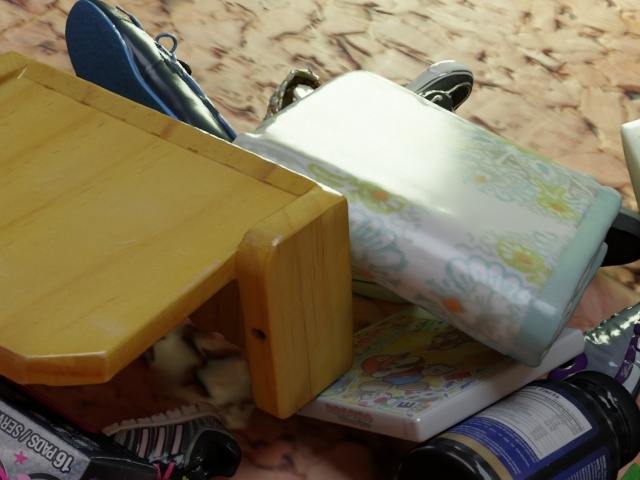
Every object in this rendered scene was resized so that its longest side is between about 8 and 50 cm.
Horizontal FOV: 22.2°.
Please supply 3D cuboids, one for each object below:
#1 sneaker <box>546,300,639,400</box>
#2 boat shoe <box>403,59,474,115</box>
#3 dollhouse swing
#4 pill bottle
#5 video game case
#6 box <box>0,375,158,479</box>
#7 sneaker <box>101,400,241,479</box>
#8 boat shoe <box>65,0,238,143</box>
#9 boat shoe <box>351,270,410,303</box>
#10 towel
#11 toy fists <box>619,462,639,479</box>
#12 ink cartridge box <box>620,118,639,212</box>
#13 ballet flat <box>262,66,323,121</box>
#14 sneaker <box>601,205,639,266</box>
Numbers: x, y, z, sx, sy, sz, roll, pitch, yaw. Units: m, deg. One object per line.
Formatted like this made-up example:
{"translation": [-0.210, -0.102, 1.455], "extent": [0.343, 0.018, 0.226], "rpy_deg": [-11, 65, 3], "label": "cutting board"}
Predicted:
{"translation": [0.282, 0.097, 1.596], "extent": [0.098, 0.083, 0.223], "rpy_deg": [22, 37, 15], "label": "sneaker"}
{"translation": [0.112, -0.131, 1.829], "extent": [0.070, 0.078, 0.219], "rpy_deg": [35, 48, 24], "label": "boat shoe"}
{"translation": [-0.199, 0.050, 1.320], "extent": [0.347, 0.315, 0.305], "rpy_deg": [24, 54, 22], "label": "dollhouse swing"}
{"translation": [0.178, 0.191, 1.395], "extent": [0.219, 0.123, 0.123], "rpy_deg": [-22, 52, -41], "label": "pill bottle"}
{"translation": [0.086, 0.113, 1.456], "extent": [0.227, 0.026, 0.206], "rpy_deg": [-23, 20, -40], "label": "video game case"}
{"translation": [-0.274, 0.161, 1.189], "extent": [0.247, 0.142, 0.163], "rpy_deg": [29, -3, 16], "label": "box"}
{"translation": [-0.131, 0.185, 1.329], "extent": [0.170, 0.063, 0.075], "rpy_deg": [-17, 42, -43], "label": "sneaker"}
{"translation": [-0.179, -0.154, 1.737], "extent": [0.089, 0.109, 0.258], "rpy_deg": [-16, 64, -45], "label": "boat shoe"}
{"translation": [0.000, 0.000, 1.609], "extent": [0.226, 0.076, 0.083], "rpy_deg": [8, 37, -12], "label": "boat shoe"}
{"translation": [0.105, -0.034, 1.508], "extent": [0.320, 0.090, 0.374], "rpy_deg": [26, 22, 10], "label": "towel"}
{"translation": [0.266, 0.290, 1.328], "extent": [0.142, 0.096, 0.279], "rpy_deg": [32, 38, 16], "label": "toy fists"}
{"translation": [0.461, -0.031, 1.695], "extent": [0.226, 0.131, 0.306], "rpy_deg": [-17, 32, 5], "label": "ink cartridge box"}
{"translation": [-0.021, -0.101, 1.730], "extent": [0.091, 0.077, 0.241], "rpy_deg": [6, 39, -15], "label": "ballet flat"}
{"translation": [0.242, 0.022, 1.688], "extent": [0.222, 0.083, 0.118], "rpy_deg": [4, 46, -7], "label": "sneaker"}
